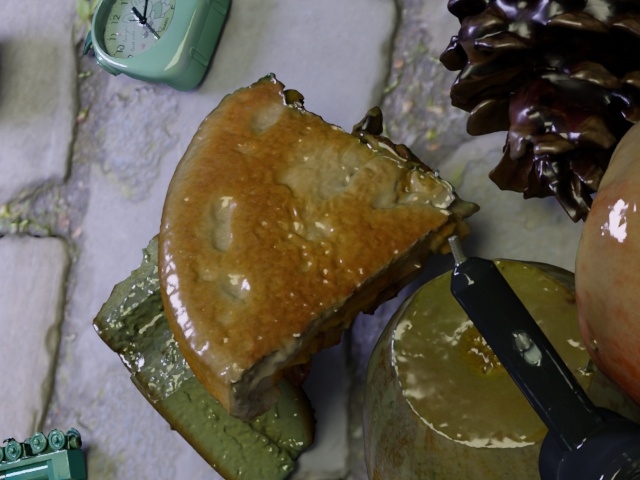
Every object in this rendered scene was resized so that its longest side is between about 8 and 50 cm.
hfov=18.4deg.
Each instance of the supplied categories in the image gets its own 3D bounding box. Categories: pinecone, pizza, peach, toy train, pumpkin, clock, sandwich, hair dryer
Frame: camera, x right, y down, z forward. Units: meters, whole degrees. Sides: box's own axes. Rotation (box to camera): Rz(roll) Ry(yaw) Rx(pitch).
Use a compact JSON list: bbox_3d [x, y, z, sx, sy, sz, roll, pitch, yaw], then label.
[{"bbox_3d":[0.167,-0.123,1.326,0.184,0.179,0.205,31,104,58],"label":"pinecone"},{"bbox_3d":[0.000,0.000,1.390,0.228,0.081,0.289,-9,48,5],"label":"pizza"},{"bbox_3d":[0.271,0.012,1.180,0.232,0.232,0.232,-13,63,26],"label":"peach"},{"bbox_3d":[-0.219,0.170,1.516,0.092,0.029,0.045,-16,78,29],"label":"toy train"},{"bbox_3d":[0.106,0.100,1.306,0.217,0.110,0.217,-13,58,22],"label":"pumpkin"},{"bbox_3d":[-0.143,-0.177,1.614,0.135,0.041,0.101,11,76,35],"label":"clock"},{"bbox_3d":[-0.096,0.076,1.444,0.090,0.088,0.244,-43,53,3],"label":"sandwich"},{"bbox_3d":[0.140,0.086,1.175,0.071,0.219,0.124,-36,9,-6],"label":"hair dryer"}]
